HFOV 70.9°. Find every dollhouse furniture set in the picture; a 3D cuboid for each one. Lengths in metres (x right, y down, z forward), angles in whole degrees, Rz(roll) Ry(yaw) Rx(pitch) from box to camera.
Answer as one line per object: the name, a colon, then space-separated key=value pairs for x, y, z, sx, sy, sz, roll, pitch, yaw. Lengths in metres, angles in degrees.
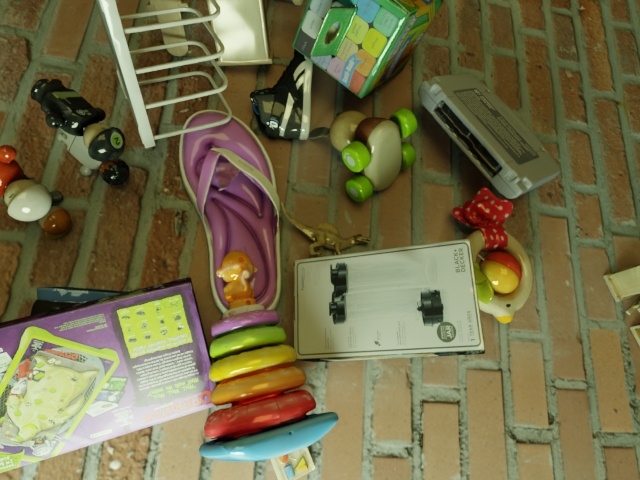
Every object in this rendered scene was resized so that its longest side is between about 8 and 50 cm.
dollhouse furniture set: x=0.669 y=0.104 z=0.837 sx=0.101 sy=0.182 sz=0.161 roll=-16 pitch=75 yaw=-14
dollhouse furniture set: x=-0.173 y=-0.536 z=0.980 sx=0.303 sy=0.174 sz=0.356 roll=-1 pitch=43 yaw=1

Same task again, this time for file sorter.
file sorter: x=-0.264 y=-0.341 z=0.752 sx=0.173 sy=0.278 sz=0.193 roll=-20 pitch=56 yaw=-19

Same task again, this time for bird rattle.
bird rattle: x=0.314 y=0.039 z=0.856 sx=0.207 sy=0.143 sz=0.254 roll=42 pitch=57 yaw=-7

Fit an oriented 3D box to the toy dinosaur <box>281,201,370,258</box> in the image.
toy dinosaur: x=0.000 y=0.000 z=0.834 sx=0.183 sy=0.053 sz=0.093 roll=18 pitch=56 yaw=-14

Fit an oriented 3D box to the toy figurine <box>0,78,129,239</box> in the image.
toy figurine: x=-0.414 y=-0.116 z=0.711 sx=0.148 sy=0.209 sz=0.213 roll=42 pitch=69 yaw=-2

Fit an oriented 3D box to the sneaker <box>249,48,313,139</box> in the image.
sneaker: x=-0.079 y=-0.309 z=0.899 sx=0.121 sy=0.079 sz=0.217 roll=3 pitch=72 yaw=-9

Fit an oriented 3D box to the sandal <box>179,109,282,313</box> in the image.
sandal: x=-0.146 y=-0.068 z=0.796 sx=0.169 sy=0.102 sz=0.417 roll=-14 pitch=75 yaw=-14

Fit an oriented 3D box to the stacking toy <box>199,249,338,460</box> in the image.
stacking toy: x=-0.107 y=0.159 z=0.675 sx=0.175 sy=0.165 sz=0.302 roll=-4 pitch=71 yaw=-32

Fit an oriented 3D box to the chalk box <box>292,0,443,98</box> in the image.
chalk box: x=0.082 y=-0.411 z=0.855 sx=0.179 sy=0.180 sz=0.289 roll=38 pitch=46 yaw=4

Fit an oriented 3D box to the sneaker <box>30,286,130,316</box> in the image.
sneaker: x=-0.334 y=0.127 z=0.720 sx=0.232 sy=0.081 sz=0.091 roll=6 pitch=85 yaw=-8

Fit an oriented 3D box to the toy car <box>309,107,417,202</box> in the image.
toy car: x=0.068 y=-0.193 z=0.884 sx=0.155 sy=0.149 sz=0.188 roll=-37 pitch=53 yaw=-22

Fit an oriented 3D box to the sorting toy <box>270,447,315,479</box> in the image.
sorting toy: x=-0.051 y=0.342 z=0.725 sx=0.062 sy=0.012 sz=0.083 roll=-21 pitch=77 yaw=-15

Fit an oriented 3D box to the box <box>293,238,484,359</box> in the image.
box: x=0.103 y=0.103 z=0.724 sx=0.289 sy=0.087 sz=0.169 roll=-9 pitch=71 yaw=18

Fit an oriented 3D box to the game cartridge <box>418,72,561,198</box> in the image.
game cartridge: x=0.348 y=-0.222 z=0.918 sx=0.196 sy=0.060 sz=0.294 roll=-22 pitch=70 yaw=-35

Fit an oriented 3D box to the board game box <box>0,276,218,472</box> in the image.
board game box: x=-0.341 y=0.195 z=0.662 sx=0.346 sy=0.056 sz=0.208 roll=-13 pitch=98 yaw=-14
